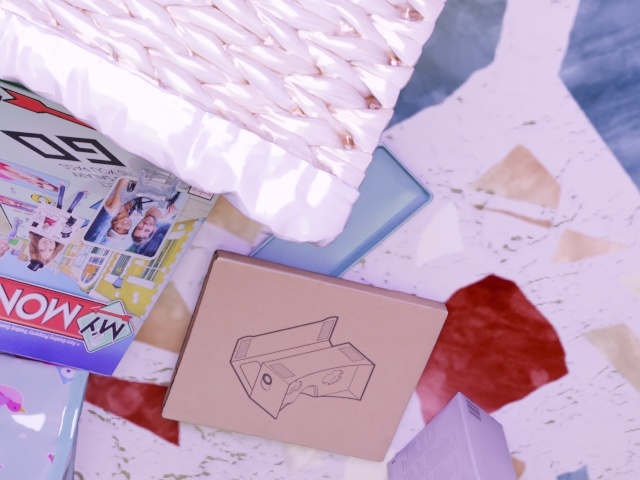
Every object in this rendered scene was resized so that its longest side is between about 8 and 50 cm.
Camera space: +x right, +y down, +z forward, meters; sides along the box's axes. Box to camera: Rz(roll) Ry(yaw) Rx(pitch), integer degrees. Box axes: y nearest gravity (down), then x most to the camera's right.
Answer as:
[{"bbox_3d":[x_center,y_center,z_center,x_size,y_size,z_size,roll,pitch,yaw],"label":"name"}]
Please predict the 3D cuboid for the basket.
[{"bbox_3d":[-0.097,-0.197,0.898,0.331,0.328,0.266,30,92,-14],"label":"basket"}]

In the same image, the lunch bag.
[{"bbox_3d":[-0.311,0.186,1.164,0.223,0.160,0.262,14,152,-8],"label":"lunch bag"}]

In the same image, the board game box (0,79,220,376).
[{"bbox_3d":[-0.246,-0.024,1.078,0.317,0.046,0.213,18,112,-37],"label":"board game box"}]

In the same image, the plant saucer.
[{"bbox_3d":[0.000,0.000,1.185,0.192,0.018,0.067,-40,109,16],"label":"plant saucer"}]

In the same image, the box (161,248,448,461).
[{"bbox_3d":[-0.015,0.101,1.213,0.201,0.021,0.164,14,117,-14],"label":"box"}]

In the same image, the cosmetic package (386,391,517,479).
[{"bbox_3d":[0.114,0.229,1.169,0.060,0.239,0.099,39,108,-17],"label":"cosmetic package"}]
